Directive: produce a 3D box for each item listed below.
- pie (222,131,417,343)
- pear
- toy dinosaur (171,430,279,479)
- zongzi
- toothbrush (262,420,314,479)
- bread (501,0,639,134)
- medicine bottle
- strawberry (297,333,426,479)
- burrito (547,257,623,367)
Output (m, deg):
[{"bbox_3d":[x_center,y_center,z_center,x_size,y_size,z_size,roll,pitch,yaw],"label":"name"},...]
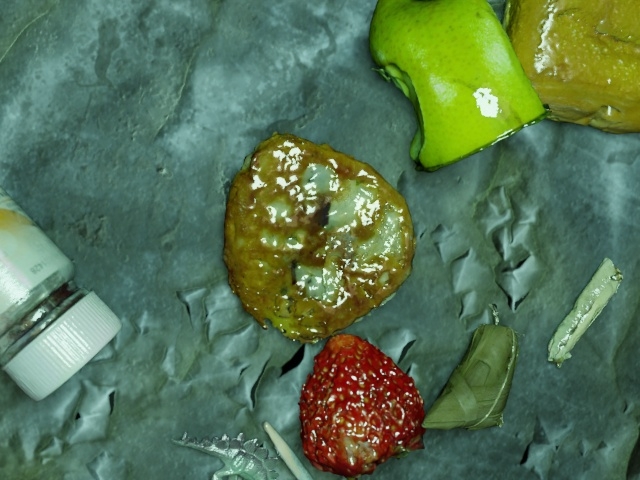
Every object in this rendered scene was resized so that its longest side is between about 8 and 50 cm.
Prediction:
[{"bbox_3d":[0.000,0.000,1.039,0.308,0.085,0.308,-1,98,-8],"label":"pie"},{"bbox_3d":[0.161,-0.234,0.971,0.164,0.238,0.255,-26,98,0],"label":"pear"},{"bbox_3d":[-0.125,0.323,1.061,0.209,0.039,0.082,30,86,-19],"label":"toy dinosaur"},{"bbox_3d":[0.217,0.183,1.050,0.178,0.081,0.188,13,91,-47],"label":"zongzi"},{"bbox_3d":[0.022,0.421,1.096,0.037,0.028,0.375,-37,98,-10],"label":"toothbrush"},{"bbox_3d":[0.434,-0.327,1.050,0.328,0.148,0.336,13,92,-9],"label":"bread"},{"bbox_3d":[-0.405,0.062,0.944,0.165,0.165,0.273,-43,98,-4],"label":"medicine bottle"},{"bbox_3d":[0.056,0.229,1.020,0.187,0.184,0.201,-10,85,-11],"label":"strawberry"},{"bbox_3d":[0.408,0.112,1.129,0.185,0.041,0.045,-53,140,-3],"label":"burrito"}]
